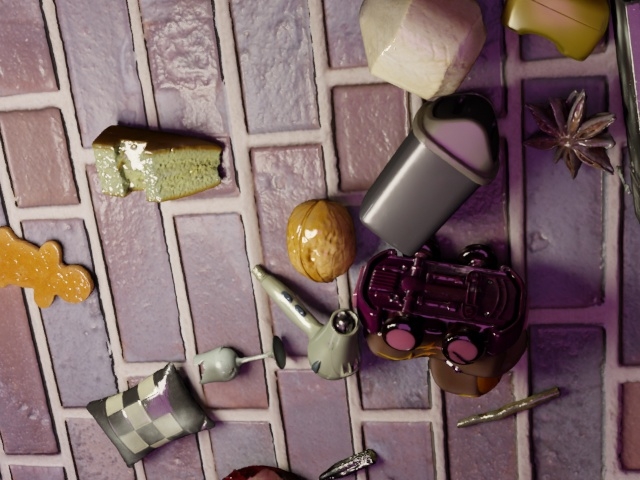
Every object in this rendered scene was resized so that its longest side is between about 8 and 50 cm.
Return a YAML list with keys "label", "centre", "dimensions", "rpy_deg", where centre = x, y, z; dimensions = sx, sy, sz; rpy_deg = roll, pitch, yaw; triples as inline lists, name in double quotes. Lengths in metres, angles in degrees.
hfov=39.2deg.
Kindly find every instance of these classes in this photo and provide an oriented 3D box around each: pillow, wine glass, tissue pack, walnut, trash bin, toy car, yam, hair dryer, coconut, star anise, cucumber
- label: "pillow"
  centre: [-0.383, 0.395, 2.033]
  dimensions: [0.249, 0.106, 0.186]
  rpy_deg: [-27, 104, 15]
- label: "wine glass"
  centre: [-0.178, 0.262, 1.956]
  dimensions: [0.195, 0.079, 0.079]
  rpy_deg: [-15, 107, 15]
- label: "tissue pack"
  centre: [0.412, -0.402, 1.559]
  dimensions: [0.178, 0.123, 0.127]
  rpy_deg: [25, 117, 2]
- label: "walnut"
  centre: [0.000, 0.000, 1.792]
  dimensions: [0.144, 0.144, 0.180]
  rpy_deg: [-5, 112, 13]
- label: "trash bin"
  centre: [0.211, -0.131, 1.662]
  dimensions: [0.182, 0.209, 0.290]
  rpy_deg: [36, 119, -4]
- label: "toy car"
  centre: [0.235, 0.164, 1.761]
  dimensions: [0.340, 0.271, 0.240]
  rpy_deg: [10, 132, 11]
- label: "yam"
  centre: [0.397, 0.359, 1.904]
  dimensions: [0.234, 0.029, 0.027]
  rpy_deg: [-24, 77, 20]
- label: "hair dryer"
  centre: [-0.010, 0.156, 1.792]
  dimensions: [0.119, 0.296, 0.298]
  rpy_deg: [-42, 97, -20]
- label: "coconut"
  centre: [0.170, -0.365, 1.584]
  dimensions: [0.222, 0.202, 0.202]
  rpy_deg: [27, 113, -3]
- label: "star anise"
  centre: [0.458, -0.192, 1.643]
  dimensions: [0.195, 0.065, 0.182]
  rpy_deg: [-5, 123, 40]
- label: "cucumber"
  centre: [0.053, 0.516, 2.028]
  dimensions: [0.163, 0.043, 0.039]
  rpy_deg: [-27, 145, 22]

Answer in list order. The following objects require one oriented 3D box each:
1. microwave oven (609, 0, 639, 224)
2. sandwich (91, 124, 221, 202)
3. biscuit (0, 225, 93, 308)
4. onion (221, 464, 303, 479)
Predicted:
- label: "microwave oven"
  centre: [0.685, -0.230, 1.506]
  dimensions: [0.374, 0.236, 0.432]
  rpy_deg: [-8, 109, 15]
- label: "sandwich"
  centre: [-0.325, -0.154, 1.806]
  dimensions: [0.235, 0.128, 0.122]
  rpy_deg: [6, 119, 10]
- label: "biscuit"
  centre: [-0.616, 0.068, 1.997]
  dimensions: [0.250, 0.036, 0.165]
  rpy_deg: [17, 113, 9]
- label: "onion"
  centre: [-0.134, 0.628, 2.032]
  dimensions: [0.252, 0.219, 0.252]
  rpy_deg: [2, 76, -9]
